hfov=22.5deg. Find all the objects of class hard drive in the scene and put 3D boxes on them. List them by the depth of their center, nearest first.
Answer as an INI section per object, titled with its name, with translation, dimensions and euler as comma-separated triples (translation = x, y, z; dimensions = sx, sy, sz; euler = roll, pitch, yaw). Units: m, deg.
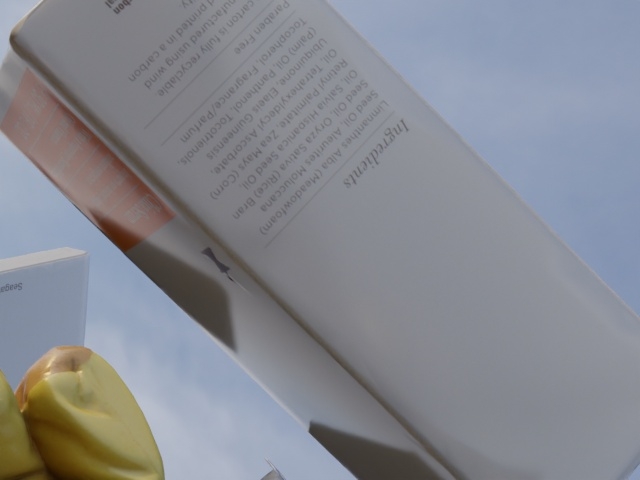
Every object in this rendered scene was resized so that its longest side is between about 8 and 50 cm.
[hard drive]
translation = -0.358, 0.197, 1.843
dimensions = 0.047, 0.233, 0.353
euler = 11, -78, 29

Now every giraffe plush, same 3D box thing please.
[giraffe plush]
translation = -0.149, 0.164, 0.768
dimensions = 0.170, 0.210, 0.181
euler = -44, -148, 35

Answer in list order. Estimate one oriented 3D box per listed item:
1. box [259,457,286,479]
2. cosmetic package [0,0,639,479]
[box]
translation = 0.012, 0.257, 1.262
dimensions = 0.136, 0.036, 0.225
euler = 53, -7, -18
[cosmetic package]
translation = 0.000, 0.000, 1.058
dimensions = 0.453, 0.161, 0.230
euler = 44, -17, -6
